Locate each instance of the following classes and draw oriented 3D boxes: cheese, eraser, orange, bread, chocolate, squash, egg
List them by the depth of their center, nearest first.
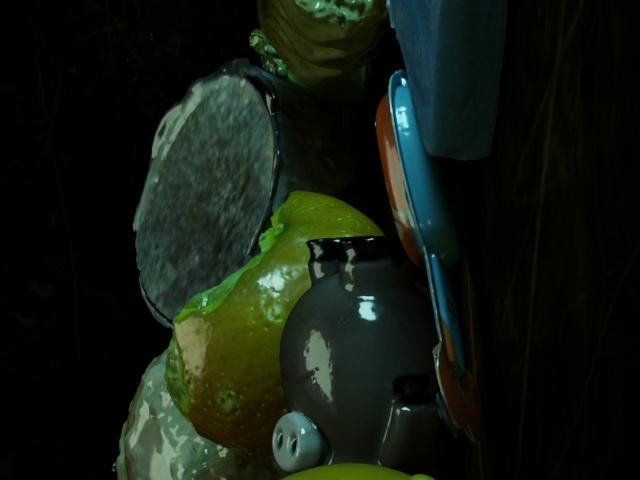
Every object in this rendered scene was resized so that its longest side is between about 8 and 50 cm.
[{"bbox_3d":[0.068,0.002,0.778,0.106,0.037,0.256,45,-145,-56],"label":"cheese"},{"bbox_3d":[0.069,-0.193,0.797,0.312,0.043,0.144,-96,5,-52],"label":"eraser"},{"bbox_3d":[-0.010,0.069,1.047,0.237,0.158,0.179,-45,-46,-43],"label":"orange"},{"bbox_3d":[0.004,-0.234,1.177,0.267,0.130,0.152,111,153,-83],"label":"bread"},{"bbox_3d":[-0.064,0.203,1.232,0.310,0.279,0.279,-117,23,-53],"label":"egg"},{"bbox_3d":[-0.050,-0.032,1.416,0.303,0.213,0.303,-23,61,49],"label":"chocolate"},{"bbox_3d":[-0.015,-0.197,1.420,0.105,0.132,0.105,-179,90,-86],"label":"squash"}]

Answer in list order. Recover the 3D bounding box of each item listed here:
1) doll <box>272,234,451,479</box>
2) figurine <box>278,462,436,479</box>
[{"bbox_3d":[0.032,0.124,0.875,0.182,0.117,0.257,179,94,-69],"label":"doll"},{"bbox_3d":[-0.011,0.237,0.738,0.257,0.192,0.167,-45,44,26],"label":"figurine"}]
